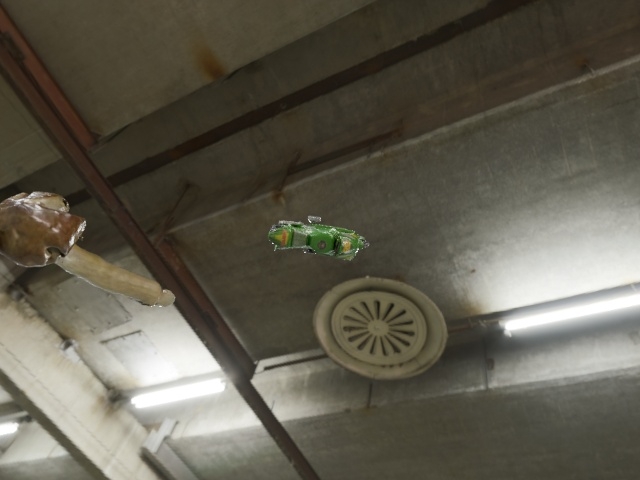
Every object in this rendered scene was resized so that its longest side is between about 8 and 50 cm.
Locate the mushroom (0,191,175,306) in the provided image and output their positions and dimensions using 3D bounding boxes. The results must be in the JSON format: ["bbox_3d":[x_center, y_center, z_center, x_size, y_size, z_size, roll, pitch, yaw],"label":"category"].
[{"bbox_3d":[-0.195,0.015,0.426,0.060,0.062,0.187,4,-22,24],"label":"mushroom"}]

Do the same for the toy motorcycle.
[{"bbox_3d":[0.000,0.000,0.899,0.190,0.106,0.074,8,-80,-5],"label":"toy motorcycle"}]
